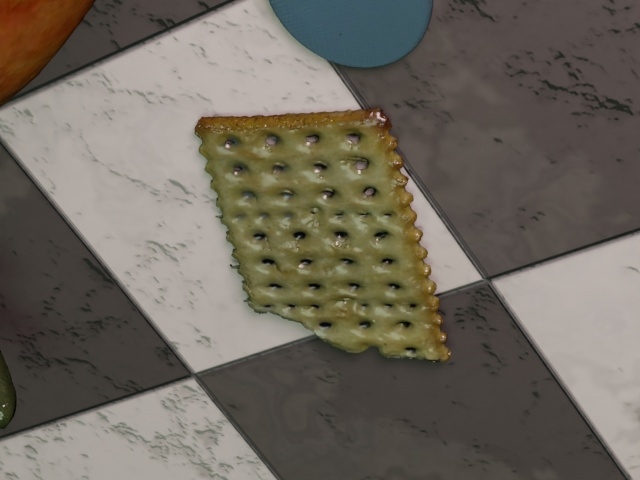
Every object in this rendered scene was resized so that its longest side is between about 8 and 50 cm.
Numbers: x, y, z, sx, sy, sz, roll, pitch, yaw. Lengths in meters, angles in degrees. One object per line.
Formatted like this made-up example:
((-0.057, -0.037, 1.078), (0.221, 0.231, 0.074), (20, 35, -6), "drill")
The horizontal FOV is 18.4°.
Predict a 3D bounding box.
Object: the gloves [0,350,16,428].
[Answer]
((-0.320, 0.043, 1.390), (0.268, 0.107, 0.135), (43, 124, 4), "gloves")

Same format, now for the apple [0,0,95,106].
((-0.276, -0.231, 1.002), (0.400, 0.333, 0.400), (1, 117, 2), "apple")

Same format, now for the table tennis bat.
((0.008, -0.164, 1.152), (0.100, 0.019, 0.155), (-10, 127, 27), "table tennis bat")

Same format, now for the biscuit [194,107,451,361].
((0.000, -0.001, 1.297), (0.144, 0.016, 0.203), (0, 128, 19), "biscuit")
